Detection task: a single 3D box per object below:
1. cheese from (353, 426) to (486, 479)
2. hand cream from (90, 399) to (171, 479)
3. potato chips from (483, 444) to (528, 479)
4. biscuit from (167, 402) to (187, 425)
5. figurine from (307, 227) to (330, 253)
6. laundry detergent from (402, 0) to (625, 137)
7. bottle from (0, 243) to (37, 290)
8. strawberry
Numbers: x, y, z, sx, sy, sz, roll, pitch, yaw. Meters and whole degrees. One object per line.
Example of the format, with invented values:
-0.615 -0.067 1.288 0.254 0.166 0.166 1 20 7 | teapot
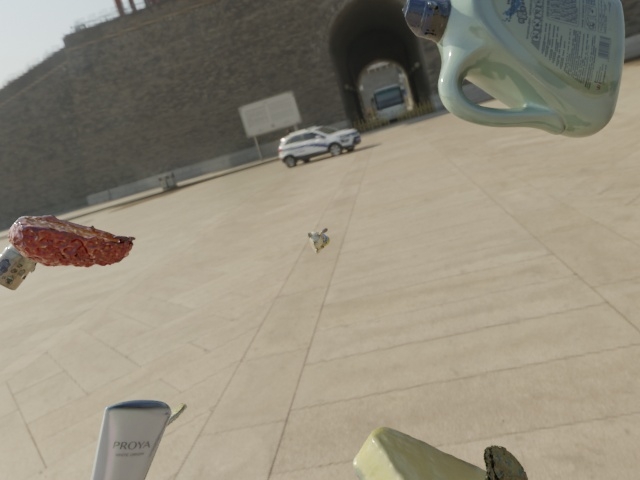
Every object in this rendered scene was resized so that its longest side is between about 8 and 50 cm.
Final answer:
0.254 0.571 1.053 0.384 0.104 0.384 26 18 -9 | cheese
-0.257 0.309 0.657 0.079 0.255 0.048 10 18 -37 | hand cream
0.191 0.312 0.551 0.026 0.142 0.209 -16 0 31 | potato chips
-0.404 0.461 1.331 0.152 0.020 0.152 -34 2 2 | biscuit
0.000 0.000 1.299 0.050 0.047 0.083 -26 -19 -4 | figurine
0.240 -0.249 0.684 0.280 0.215 0.105 8 -7 -9 | laundry detergent
-0.820 0.053 1.430 0.152 0.099 0.099 -57 27 -16 | bottle
-0.411 0.012 0.867 0.188 0.082 0.121 14 5 -16 | strawberry
